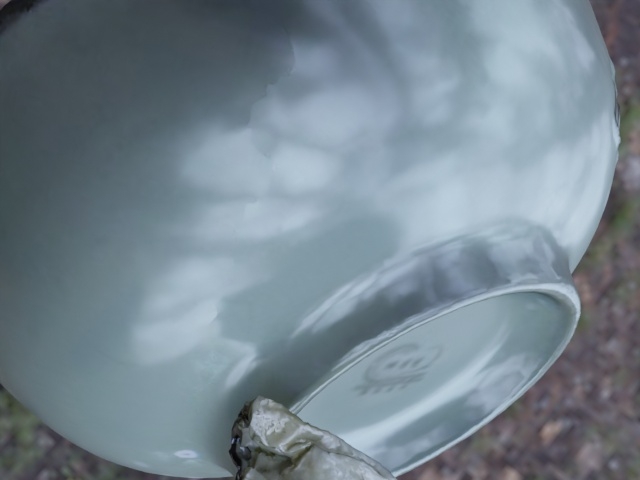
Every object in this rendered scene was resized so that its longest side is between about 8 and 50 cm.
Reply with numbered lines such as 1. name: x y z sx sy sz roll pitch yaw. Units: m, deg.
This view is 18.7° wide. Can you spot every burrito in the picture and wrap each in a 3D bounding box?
1. burrito: 0.041 0.156 0.770 0.058 0.229 0.063 -34 -172 48

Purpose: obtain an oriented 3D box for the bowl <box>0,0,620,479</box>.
1. bowl: 0.000 0.000 0.901 0.354 0.185 0.354 -25 155 -13
